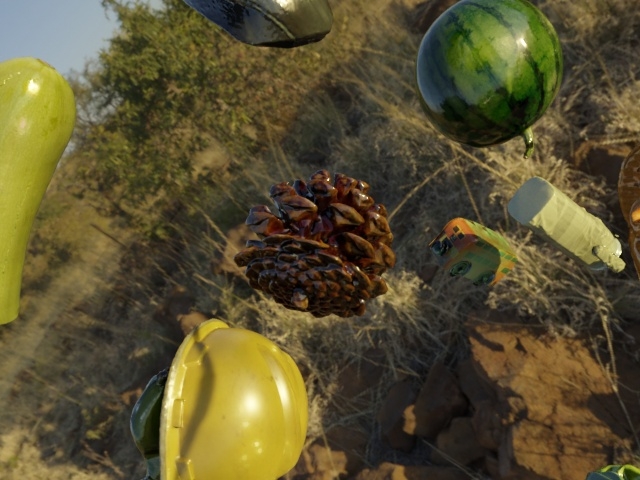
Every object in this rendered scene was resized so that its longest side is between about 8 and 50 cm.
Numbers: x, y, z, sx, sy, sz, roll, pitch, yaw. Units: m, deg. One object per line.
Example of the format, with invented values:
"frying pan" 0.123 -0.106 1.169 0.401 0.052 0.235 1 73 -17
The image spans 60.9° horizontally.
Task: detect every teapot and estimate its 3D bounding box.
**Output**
"teapot" 0.399 -0.014 0.854 0.077 0.200 0.107 -54 28 15

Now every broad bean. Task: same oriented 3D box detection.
"broad bean" -0.224 0.265 0.736 0.048 0.071 0.213 30 112 58

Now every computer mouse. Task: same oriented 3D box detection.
"computer mouse" -0.073 -0.249 0.524 0.105 0.192 0.062 -55 -10 -35

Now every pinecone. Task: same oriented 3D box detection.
"pinecone" 0.000 0.000 0.698 0.208 0.208 0.207 -41 26 25

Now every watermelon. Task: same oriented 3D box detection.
"watermelon" 0.225 -0.210 0.714 0.188 0.214 0.188 -38 -3 -2

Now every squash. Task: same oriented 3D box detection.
"squash" -0.283 -0.042 0.486 0.250 0.083 0.083 -67 20 16

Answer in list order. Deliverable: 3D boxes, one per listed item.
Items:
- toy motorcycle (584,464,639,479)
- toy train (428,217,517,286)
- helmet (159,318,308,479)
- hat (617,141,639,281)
"toy motorcycle" 0.331 0.332 0.455 0.200 0.191 0.326 -50 20 -13
"toy train" 0.292 0.026 1.041 0.099 0.188 0.072 -46 44 27
"helmet" -0.088 0.225 0.680 0.140 0.205 0.256 -5 72 19
"hat" 0.361 0.038 0.496 0.233 0.244 0.233 -42 -3 -31
